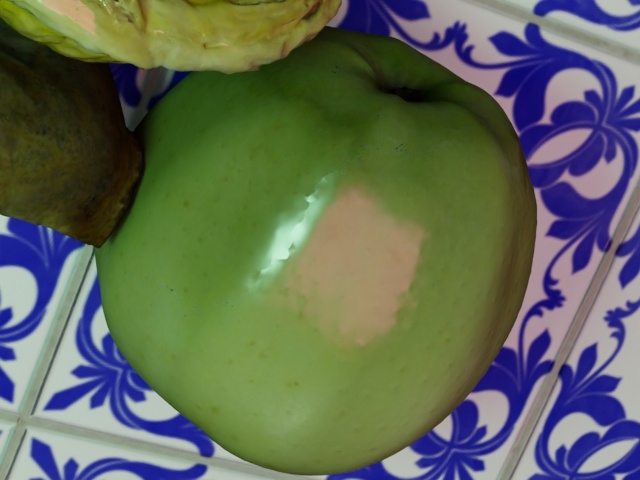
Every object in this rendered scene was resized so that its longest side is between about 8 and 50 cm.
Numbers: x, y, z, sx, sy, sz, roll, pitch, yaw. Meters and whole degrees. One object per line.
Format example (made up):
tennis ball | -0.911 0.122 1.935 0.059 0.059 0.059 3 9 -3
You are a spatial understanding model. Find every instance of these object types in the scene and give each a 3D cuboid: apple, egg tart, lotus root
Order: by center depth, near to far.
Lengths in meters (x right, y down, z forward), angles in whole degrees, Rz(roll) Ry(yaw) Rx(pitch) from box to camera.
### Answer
egg tart | -0.155 -0.259 1.227 0.387 0.388 0.169 22 136 -25
lotus root | -0.244 -0.113 1.258 0.260 0.267 0.149 31 99 -17
apple | 0.000 0.000 1.365 0.357 0.357 0.357 -7 114 -16
